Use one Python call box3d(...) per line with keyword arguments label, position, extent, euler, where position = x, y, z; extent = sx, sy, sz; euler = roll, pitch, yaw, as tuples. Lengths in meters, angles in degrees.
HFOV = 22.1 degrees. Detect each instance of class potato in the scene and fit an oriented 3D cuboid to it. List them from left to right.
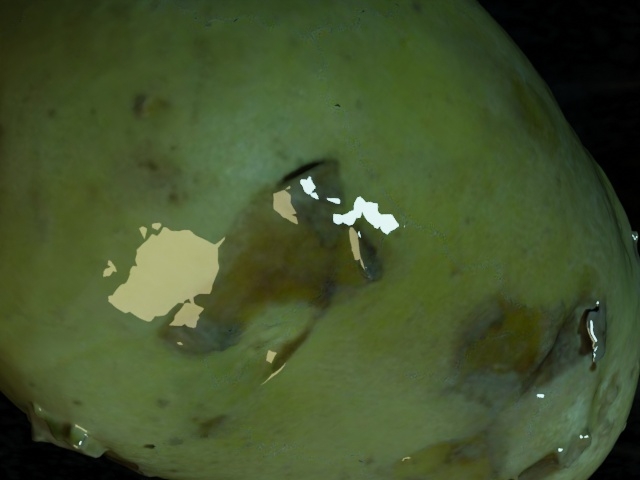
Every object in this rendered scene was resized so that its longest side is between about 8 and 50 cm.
box3d(label="potato", position=(0.000, 0.000, 0.473), extent=(0.165, 0.165, 0.262), euler=(-25, 142, 32))
